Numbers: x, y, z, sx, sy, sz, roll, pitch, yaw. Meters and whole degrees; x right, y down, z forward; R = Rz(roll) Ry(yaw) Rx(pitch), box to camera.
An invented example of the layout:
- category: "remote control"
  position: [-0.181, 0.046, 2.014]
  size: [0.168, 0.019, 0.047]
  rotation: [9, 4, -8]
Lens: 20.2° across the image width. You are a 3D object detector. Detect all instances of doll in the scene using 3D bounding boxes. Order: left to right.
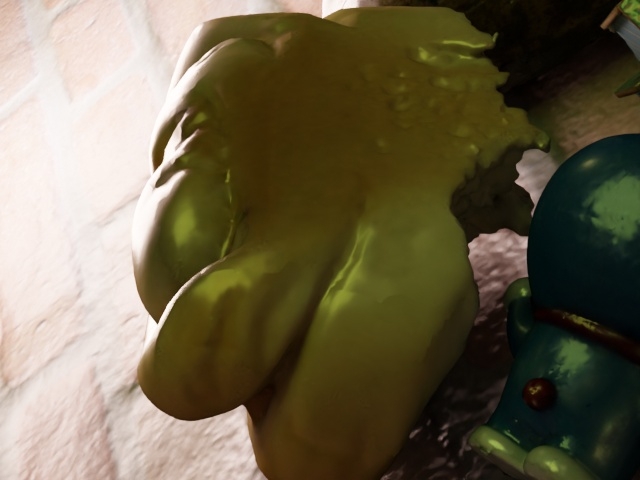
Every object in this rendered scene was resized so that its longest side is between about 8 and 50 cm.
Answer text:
- category: "doll"
  position: [0.201, 0.058, 1.178]
  size: [0.215, 0.161, 0.257]
  rotation: [25, 87, 43]

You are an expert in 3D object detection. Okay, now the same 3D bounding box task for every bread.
- category: "bread"
  position: [-0.003, -0.020, 1.316]
  size: [0.329, 0.245, 0.424]
  rotation: [-46, 24, 32]

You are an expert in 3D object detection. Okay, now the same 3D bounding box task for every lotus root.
- category: "lotus root"
  position: [0.154, -0.233, 1.526]
  size: [0.397, 0.179, 0.196]
  rotation: [-29, 34, 21]

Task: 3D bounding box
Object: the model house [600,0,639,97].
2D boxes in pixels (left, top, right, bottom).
- category: "model house"
  position: [0.304, -0.138, 1.222]
  size: [0.178, 0.206, 0.271]
  rotation: [-41, 31, 4]
